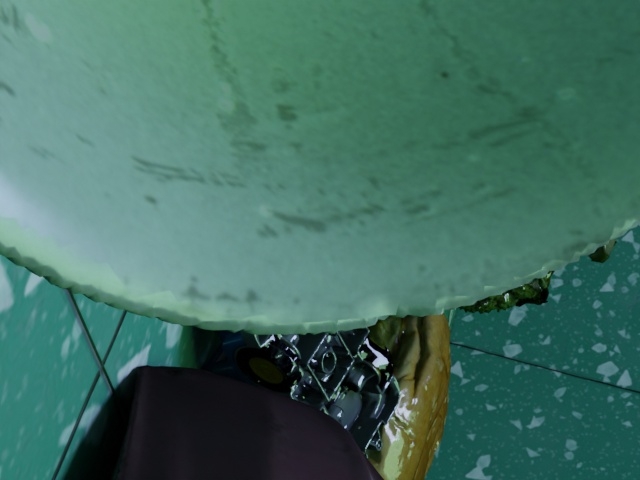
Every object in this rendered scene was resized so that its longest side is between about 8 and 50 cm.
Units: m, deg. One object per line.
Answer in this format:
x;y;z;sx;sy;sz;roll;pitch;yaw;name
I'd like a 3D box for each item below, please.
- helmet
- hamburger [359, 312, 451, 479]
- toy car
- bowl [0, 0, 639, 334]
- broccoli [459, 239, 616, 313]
-0.045;0.230;0.906;0.338;0.197;0.271;82;22;-61;helmet
0.014;0.158;1.193;0.209;0.162;0.330;79;32;-69;hamburger
-0.020;0.088;1.028;0.097;0.100;0.191;-56;134;-34;toy car
0.011;-0.200;0.443;0.196;0.435;0.434;48;-41;48;bowl
0.219;-0.062;1.679;0.304;0.283;0.321;-2;100;-46;broccoli
